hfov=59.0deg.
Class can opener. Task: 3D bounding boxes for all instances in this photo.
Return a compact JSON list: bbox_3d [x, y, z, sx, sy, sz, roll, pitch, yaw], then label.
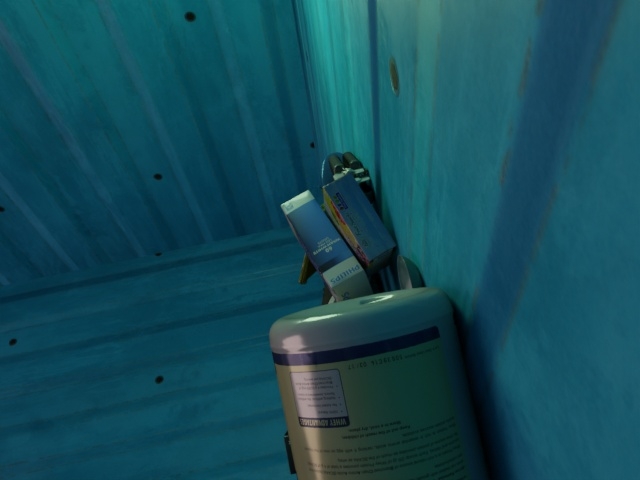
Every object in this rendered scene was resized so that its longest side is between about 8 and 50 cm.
[{"bbox_3d":[0.065,-0.152,1.345,0.280,0.074,0.093,-105,4,-68],"label":"can opener"}]

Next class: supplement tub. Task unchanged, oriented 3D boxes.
[{"bbox_3d":[0.078,0.237,0.711,0.235,0.236,0.324,100,158,-87],"label":"supplement tub"}]

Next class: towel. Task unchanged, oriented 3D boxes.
[{"bbox_3d":[0.000,0.000,1.431,0.102,0.021,0.237,-37,-30,-49],"label":"towel"}]

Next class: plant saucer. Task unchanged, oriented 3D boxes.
[{"bbox_3d":[0.150,0.080,0.919,0.119,0.021,0.119,169,90,-88],"label":"plant saucer"}]

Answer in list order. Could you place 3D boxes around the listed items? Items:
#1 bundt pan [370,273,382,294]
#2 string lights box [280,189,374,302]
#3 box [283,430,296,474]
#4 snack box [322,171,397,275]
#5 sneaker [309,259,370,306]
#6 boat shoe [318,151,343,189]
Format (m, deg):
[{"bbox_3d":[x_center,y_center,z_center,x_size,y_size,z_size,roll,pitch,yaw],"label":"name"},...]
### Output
[{"bbox_3d":[0.104,0.171,1.541,0.331,0.124,0.330,169,90,-89],"label":"bundt pan"},{"bbox_3d":[0.014,0.027,1.210,0.259,0.077,0.133,57,175,38],"label":"string lights box"},{"bbox_3d":[-0.021,0.607,1.676,0.207,0.153,0.108,83,176,-77],"label":"box"},{"bbox_3d":[0.076,-0.022,1.164,0.174,0.070,0.207,59,176,13],"label":"snack box"},{"bbox_3d":[0.033,0.101,1.354,0.147,0.105,0.295,15,88,49],"label":"sneaker"},{"bbox_3d":[0.057,-0.104,1.491,0.089,0.109,0.258,71,-172,-71],"label":"boat shoe"}]
